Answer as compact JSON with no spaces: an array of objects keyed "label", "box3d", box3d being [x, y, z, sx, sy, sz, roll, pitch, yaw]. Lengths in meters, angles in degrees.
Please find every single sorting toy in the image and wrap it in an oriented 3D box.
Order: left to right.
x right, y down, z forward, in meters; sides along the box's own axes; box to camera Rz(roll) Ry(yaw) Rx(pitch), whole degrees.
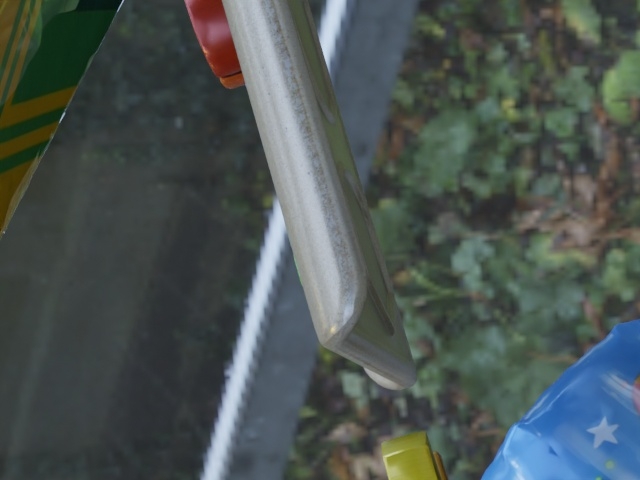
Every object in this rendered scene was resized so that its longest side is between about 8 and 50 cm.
[{"label":"sorting toy","box3d":[0.000,0.000,0.707,0.229,0.041,0.307,55,-162,-77]}]

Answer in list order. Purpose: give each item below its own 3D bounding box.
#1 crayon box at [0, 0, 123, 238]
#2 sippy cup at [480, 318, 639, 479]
[{"label":"crayon box","box3d":[-0.166,-0.059,0.404,0.323,0.203,0.083,-75,-7,-53]},{"label":"sippy cup","box3d":[0.200,0.162,0.836,0.224,0.240,0.305,42,158,27]}]
